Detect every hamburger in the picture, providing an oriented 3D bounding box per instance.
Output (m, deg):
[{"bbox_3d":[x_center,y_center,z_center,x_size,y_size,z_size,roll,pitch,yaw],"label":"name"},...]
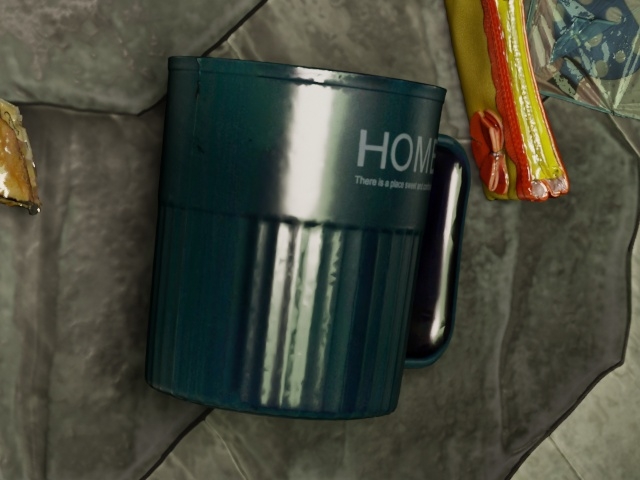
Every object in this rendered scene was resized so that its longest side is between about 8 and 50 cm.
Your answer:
[{"bbox_3d":[-0.316,-0.091,1.555,0.176,0.087,0.102,16,76,-8],"label":"hamburger"}]

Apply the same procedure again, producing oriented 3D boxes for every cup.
[{"bbox_3d":[-0.018,-0.002,1.586,0.242,0.308,0.292,7,92,16],"label":"cup"}]

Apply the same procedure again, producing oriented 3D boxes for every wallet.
[{"bbox_3d":[0.165,-0.150,1.654,0.067,0.141,0.241,-14,96,-9],"label":"wallet"}]

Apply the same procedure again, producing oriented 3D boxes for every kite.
[{"bbox_3d":[0.316,-0.233,1.759,0.314,0.011,0.335,-31,101,-12],"label":"kite"}]
